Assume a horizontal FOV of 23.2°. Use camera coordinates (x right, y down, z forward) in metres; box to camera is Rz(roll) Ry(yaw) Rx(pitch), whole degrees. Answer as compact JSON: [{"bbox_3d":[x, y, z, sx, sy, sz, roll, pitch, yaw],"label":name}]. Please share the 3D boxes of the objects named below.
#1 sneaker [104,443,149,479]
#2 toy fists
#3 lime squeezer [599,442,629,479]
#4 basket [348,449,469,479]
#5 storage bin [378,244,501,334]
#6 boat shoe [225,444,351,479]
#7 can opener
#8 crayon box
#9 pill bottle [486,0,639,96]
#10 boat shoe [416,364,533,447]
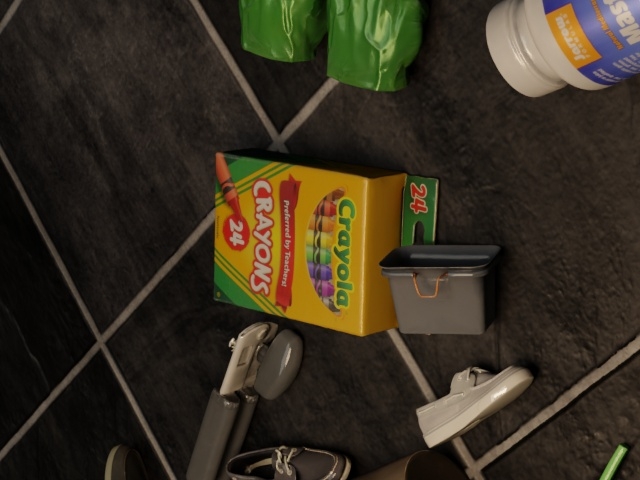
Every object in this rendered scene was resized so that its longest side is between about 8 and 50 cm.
[{"bbox_3d":[-0.235,0.395,2.268,0.118,0.083,0.222,-20,76,24],"label":"sneaker"},{"bbox_3d":[0.013,-0.284,1.897,0.279,0.096,0.142,23,122,37],"label":"toy fists"},{"bbox_3d":[0.313,0.385,1.755,0.110,0.059,0.310,-7,92,44],"label":"lime squeezer"},{"bbox_3d":[0.078,0.365,1.910,0.227,0.154,0.204,-39,88,35],"label":"basket"},{"bbox_3d":[0.143,0.062,1.820,0.135,0.098,0.091,-2,107,23],"label":"storage bin"},{"bbox_3d":[-0.047,0.305,2.053,0.206,0.065,0.075,-15,45,46],"label":"boat shoe"},{"bbox_3d":[-0.110,0.229,2.110,0.093,0.074,0.280,41,123,30],"label":"can opener"},{"bbox_3d":[0.000,0.000,1.964,0.319,0.081,0.202,10,104,41],"label":"crayon box"},{"bbox_3d":[0.305,-0.244,1.588,0.272,0.152,0.152,-23,81,42],"label":"pill bottle"},{"bbox_3d":[0.178,0.183,1.847,0.184,0.066,0.063,-45,68,49],"label":"boat shoe"}]
